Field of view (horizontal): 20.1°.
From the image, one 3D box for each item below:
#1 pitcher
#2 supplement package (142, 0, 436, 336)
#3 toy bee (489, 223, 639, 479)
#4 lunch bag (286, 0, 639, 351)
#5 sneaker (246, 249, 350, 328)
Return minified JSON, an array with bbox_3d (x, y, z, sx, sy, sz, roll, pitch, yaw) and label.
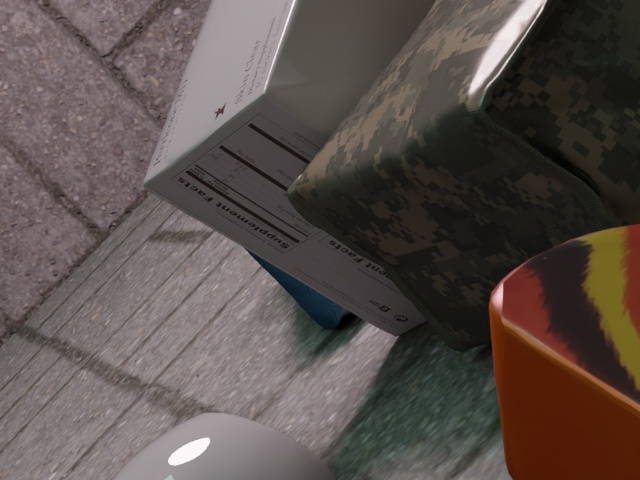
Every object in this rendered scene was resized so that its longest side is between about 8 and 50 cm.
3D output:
[{"bbox_3d":[-0.075,0.198,0.857,0.207,0.125,0.178,-63,3,-27],"label":"pitcher"},{"bbox_3d":[0.038,-0.112,1.153,0.145,0.204,0.262,-33,33,49],"label":"supplement package"},{"bbox_3d":[0.168,0.081,0.343,0.162,0.298,0.195,-20,-34,-17],"label":"toy bee"},{"bbox_3d":[0.151,-0.098,0.959,0.287,0.169,0.235,-54,13,-22],"label":"lunch bag"},{"bbox_3d":[0.000,0.000,1.367,0.092,0.087,0.229,-42,13,2],"label":"sneaker"}]
